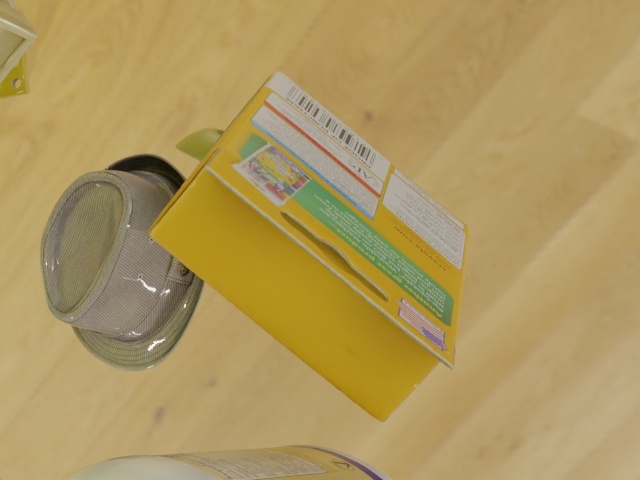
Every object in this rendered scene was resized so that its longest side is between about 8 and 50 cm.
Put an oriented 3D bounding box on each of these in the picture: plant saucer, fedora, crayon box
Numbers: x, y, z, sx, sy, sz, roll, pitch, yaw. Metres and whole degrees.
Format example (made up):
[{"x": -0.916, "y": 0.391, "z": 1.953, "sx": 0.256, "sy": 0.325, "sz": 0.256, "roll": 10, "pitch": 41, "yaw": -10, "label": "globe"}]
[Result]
[{"x": -0.053, "y": -0.086, "z": 1.935, "sx": 0.241, "sy": 0.241, "sz": 0.037, "roll": 16, "pitch": 98, "yaw": -33, "label": "plant saucer"}, {"x": -0.263, "y": 0.021, "z": 2.031, "sx": 0.124, "sy": 0.244, "sz": 0.275, "roll": 12, "pitch": 103, "yaw": -54, "label": "fedora"}, {"x": 0.000, "y": 0.000, "z": 1.156, "sx": 0.203, "sy": 0.323, "sz": 0.083, "roll": 39, "pitch": 106, "yaw": -5, "label": "crayon box"}]

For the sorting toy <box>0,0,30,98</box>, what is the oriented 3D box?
[{"x": -0.393, "y": -0.251, "z": 1.761, "sx": 0.132, "sy": 0.274, "sz": 0.046, "roll": -33, "pitch": 166, "yaw": 14, "label": "sorting toy"}]

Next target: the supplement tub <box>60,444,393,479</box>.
[{"x": -0.077, "y": 0.264, "z": 1.120, "sx": 0.241, "sy": 0.241, "sz": 0.331, "roll": -41, "pitch": 159, "yaw": 20, "label": "supplement tub"}]

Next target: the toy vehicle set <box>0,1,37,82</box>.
[{"x": -0.379, "y": -0.161, "z": 1.342, "sx": 0.166, "sy": 0.035, "sz": 0.267, "roll": -48, "pitch": 145, "yaw": 14, "label": "toy vehicle set"}]
